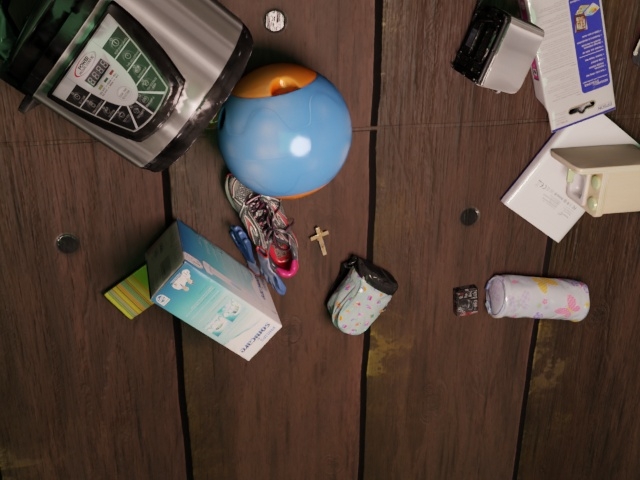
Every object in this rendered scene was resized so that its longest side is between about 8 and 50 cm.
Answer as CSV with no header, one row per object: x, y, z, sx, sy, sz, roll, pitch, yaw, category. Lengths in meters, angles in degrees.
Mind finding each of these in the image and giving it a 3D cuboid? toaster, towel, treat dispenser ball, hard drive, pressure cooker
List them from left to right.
-0.391,-0.375,1.409,0.420,0.375,0.370,36,64,-23,pressure cooker
-0.405,0.094,1.809,0.237,0.021,0.102,-35,122,4,towel
-0.076,-0.232,1.578,0.288,0.288,0.288,-5,115,-10,treat dispenser ball
0.395,-0.435,1.655,0.110,0.168,0.186,13,112,-20,toaster
0.639,-0.173,1.893,0.210,0.040,0.319,31,105,-23,hard drive

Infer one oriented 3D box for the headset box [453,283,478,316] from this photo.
0.394,0.166,2.001,0.062,0.032,0.083,-10,117,-7,headset box

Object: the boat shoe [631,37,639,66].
0.838,-0.545,1.738,0.114,0.091,0.302,14,110,-39,boat shoe

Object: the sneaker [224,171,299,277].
-0.123,-0.048,1.751,0.121,0.112,0.299,-28,116,2,sneaker

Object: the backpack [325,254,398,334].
0.096,0.148,1.885,0.152,0.115,0.182,31,107,-25,backpack

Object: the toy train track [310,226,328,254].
0.000,0.000,1.854,0.048,0.014,0.083,-22,123,-9,toy train track

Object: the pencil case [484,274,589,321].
0.586,0.161,1.995,0.273,0.113,0.124,3,122,-13,pencil case

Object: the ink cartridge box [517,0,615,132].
0.580,-0.457,1.737,0.175,0.069,0.371,-21,113,-3,ink cartridge box

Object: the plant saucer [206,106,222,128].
-0.248,-0.293,1.665,0.083,0.015,0.083,-5,115,-11,plant saucer

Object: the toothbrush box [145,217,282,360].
-0.252,0.114,1.727,0.295,0.216,0.126,36,103,-30,toothbrush box

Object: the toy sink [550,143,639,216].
0.693,-0.146,1.809,0.234,0.153,0.131,-5,116,-11,toy sink

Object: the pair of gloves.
-0.150,0.044,1.756,0.023,0.198,0.159,-35,138,-18,pair of gloves
